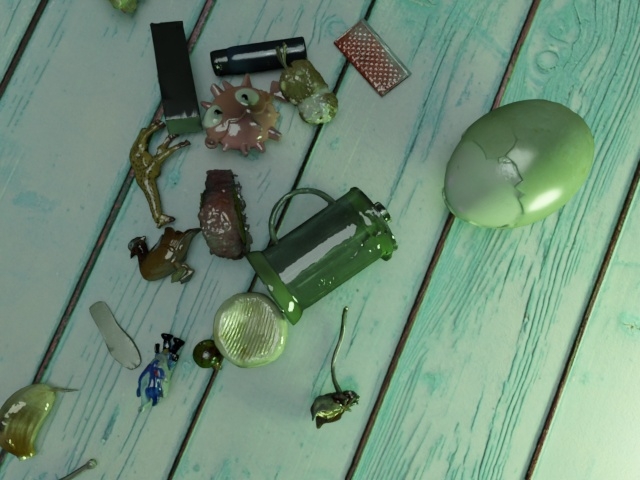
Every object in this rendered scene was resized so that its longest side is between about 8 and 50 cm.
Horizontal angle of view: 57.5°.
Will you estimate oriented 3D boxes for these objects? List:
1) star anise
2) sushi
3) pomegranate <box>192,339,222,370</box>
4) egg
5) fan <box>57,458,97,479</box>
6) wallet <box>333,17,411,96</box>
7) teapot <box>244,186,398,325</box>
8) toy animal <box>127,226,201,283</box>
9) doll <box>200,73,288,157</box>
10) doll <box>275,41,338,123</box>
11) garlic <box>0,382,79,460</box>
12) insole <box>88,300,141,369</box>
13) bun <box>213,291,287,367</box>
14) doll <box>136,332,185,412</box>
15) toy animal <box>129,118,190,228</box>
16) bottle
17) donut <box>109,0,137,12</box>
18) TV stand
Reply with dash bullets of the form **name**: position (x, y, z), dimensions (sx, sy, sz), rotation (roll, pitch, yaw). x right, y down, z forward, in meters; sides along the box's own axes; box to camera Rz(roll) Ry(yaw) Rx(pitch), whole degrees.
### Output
- **star anise**: position (0.020, 0.306, 1.391), dimensions (0.218, 0.148, 0.227), rotation (-41, 53, 28)
- **sushi**: position (-0.237, -0.069, 1.394), dimensions (0.108, 0.161, 0.240), rotation (-10, 85, 0)
- **pomegranate**: position (-0.267, 0.280, 1.401), dimensions (0.073, 0.073, 0.084), rotation (-31, 84, -3)
- **egg**: position (0.439, -0.165, 1.343), dimensions (0.336, 0.278, 0.278), rotation (-36, 85, -9)
- **fan**: position (-0.661, 0.598, 1.391), dimensions (0.282, 0.023, 0.057), rotation (-33, 76, -3)
- **wallet**: position (0.134, -0.473, 1.510), dimensions (0.103, 0.020, 0.196), rotation (-40, 85, -5)
- **teapot**: position (0.000, 0.000, 1.363), dimensions (0.337, 0.200, 0.270), rotation (-34, 102, -6)
- **toy animal**: position (-0.376, 0.017, 1.430), dimensions (0.179, 0.089, 0.188), rotation (40, 90, 19)
- **doll**: position (-0.187, -0.311, 1.451), dimensions (0.262, 0.093, 0.211), rotation (-36, 85, -21)
- **doll**: position (-0.046, -0.383, 1.446), dimensions (0.105, 0.115, 0.221), rotation (-34, 108, 34)
- **garlic**: position (-0.689, 0.410, 1.391), dimensions (0.129, 0.090, 0.198), rotation (34, 78, -11)
- **insole**: position (-0.507, 0.235, 1.436), dimensions (0.063, 0.010, 0.192), rotation (-34, 84, -4)
- **bun**: position (-0.170, 0.215, 1.393), dimensions (0.184, 0.102, 0.183), rotation (2, 76, -9)
- **doll**: position (-0.390, 0.321, 1.401), dimensions (0.096, 0.070, 0.195), rotation (17, 80, 32)
- **toy animal**: position (-0.413, -0.170, 1.460), dimensions (0.149, 0.054, 0.275), rotation (11, 81, -2)
- **bottle**: position (-0.157, -0.467, 1.485), dimensions (0.245, 0.072, 0.082), rotation (-9, 47, -1)
- **donut**: position (-0.410, -0.749, 1.477), dimensions (0.372, 0.150, 0.307), rotation (-19, 83, -2)
- **TV stand**: position (-0.360, -0.406, 1.451), dimensions (0.088, 0.082, 0.269), rotation (-11, 76, -10)
